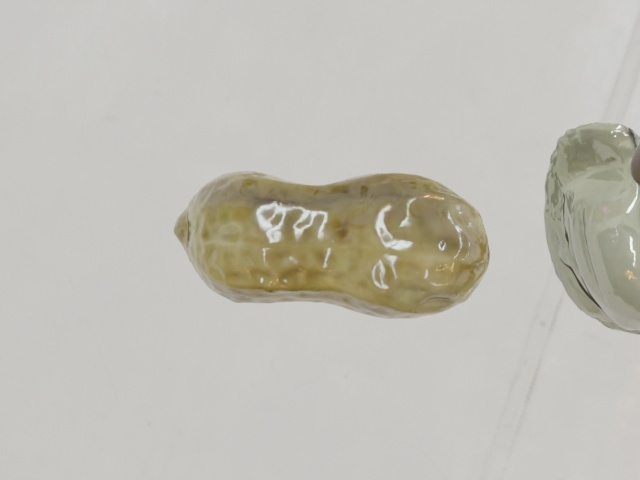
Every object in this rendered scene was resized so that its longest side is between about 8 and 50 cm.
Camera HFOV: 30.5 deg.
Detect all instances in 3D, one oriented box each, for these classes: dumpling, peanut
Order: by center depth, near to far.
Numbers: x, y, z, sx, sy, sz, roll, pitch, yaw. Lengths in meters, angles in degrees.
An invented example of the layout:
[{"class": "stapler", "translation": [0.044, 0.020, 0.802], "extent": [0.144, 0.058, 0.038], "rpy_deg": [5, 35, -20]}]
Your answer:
[{"class": "peanut", "translation": [0.000, 0.000, 0.776], "extent": [0.229, 0.103, 0.098], "rpy_deg": [5, 66, 21]}, {"class": "dumpling", "translation": [0.353, -0.006, 1.370], "extent": [0.175, 0.227, 0.243], "rpy_deg": [0, 86, -34]}]

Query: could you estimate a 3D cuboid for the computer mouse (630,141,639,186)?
[{"class": "computer mouse", "translation": [0.366, -0.048, 0.899], "extent": [0.158, 0.072, 0.310], "rpy_deg": [-46, 40, 4]}]
